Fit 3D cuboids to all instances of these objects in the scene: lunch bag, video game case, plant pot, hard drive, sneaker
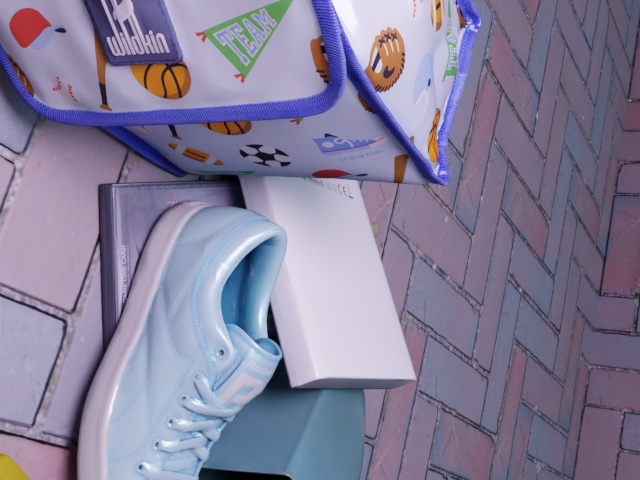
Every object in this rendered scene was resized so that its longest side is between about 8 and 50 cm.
[{"bbox_3d":[-0.077,-0.193,0.689,0.385,0.327,0.239,39,58,-60],"label":"lunch bag"},{"bbox_3d":[-0.134,0.031,0.916,0.274,0.026,0.196,-9,100,-58],"label":"video game case"},{"bbox_3d":[-0.040,0.230,0.961,0.234,0.165,0.166,-60,139,-47],"label":"plant pot"},{"bbox_3d":[0.000,0.000,0.970,0.233,0.047,0.353,16,53,-57],"label":"hard drive"},{"bbox_3d":[-0.121,0.135,0.786,0.135,0.150,0.366,25,73,-54],"label":"sneaker"}]

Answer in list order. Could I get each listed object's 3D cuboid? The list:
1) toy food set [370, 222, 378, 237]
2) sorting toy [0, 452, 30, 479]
[{"bbox_3d":[0.036,0.076,1.181,0.132,0.038,0.192,-19,114,-48],"label":"toy food set"},{"bbox_3d":[-0.336,0.230,0.602,0.307,0.041,0.229,-11,102,-56],"label":"sorting toy"}]
